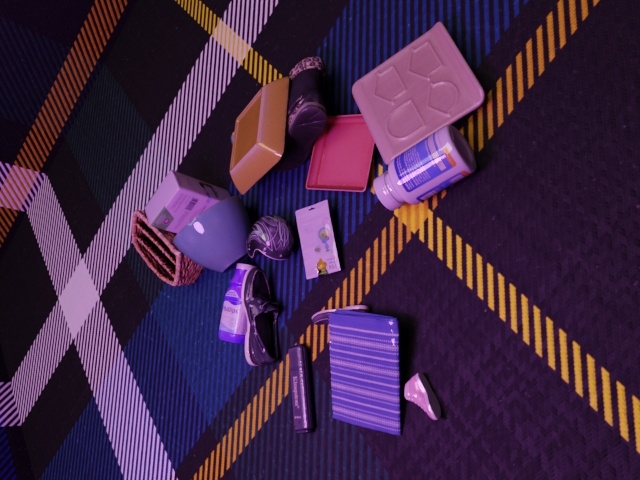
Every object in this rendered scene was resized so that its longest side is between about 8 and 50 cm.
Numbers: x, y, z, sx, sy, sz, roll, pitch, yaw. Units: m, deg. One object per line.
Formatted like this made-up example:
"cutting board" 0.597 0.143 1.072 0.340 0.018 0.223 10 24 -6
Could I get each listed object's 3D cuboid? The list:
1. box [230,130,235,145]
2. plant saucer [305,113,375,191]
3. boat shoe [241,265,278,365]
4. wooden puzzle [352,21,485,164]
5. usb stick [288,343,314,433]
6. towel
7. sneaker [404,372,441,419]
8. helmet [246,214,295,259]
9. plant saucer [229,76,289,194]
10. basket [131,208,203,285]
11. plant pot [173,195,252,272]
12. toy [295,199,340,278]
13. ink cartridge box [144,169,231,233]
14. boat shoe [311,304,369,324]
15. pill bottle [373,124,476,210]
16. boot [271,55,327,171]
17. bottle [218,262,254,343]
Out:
"box" -0.279 -0.418 2.237 0.179 0.043 0.105 -35 59 27
"plant saucer" 0.081 -0.286 1.891 0.259 0.047 0.258 7 84 41
"boat shoe" -0.193 0.255 1.940 0.113 0.127 0.340 -8 76 38
"wooden puzzle" 0.289 -0.434 1.714 0.348 0.080 0.322 -34 60 24
"usb stick" -0.063 0.473 1.828 0.077 0.045 0.278 -19 68 35
"towel" 0.130 0.375 1.655 0.243 0.040 0.336 1 95 39
"sneaker" 0.274 0.434 1.547 0.070 0.051 0.134 -42 52 27
"helmet" -0.166 -0.005 1.958 0.161 0.169 0.169 -28 61 51
"plant saucer" -0.230 -0.376 2.007 0.332 0.081 0.333 -31 49 52
"basket" -0.624 0.042 2.247 0.299 0.223 0.213 42 106 18
"plant pot" -0.359 0.002 2.077 0.290 0.290 0.195 -38 86 27
"toy" 0.000 0.000 1.885 0.137 0.056 0.237 -18 73 33
"ink cartridge box" -0.498 -0.127 2.196 0.201 0.278 0.117 -48 50 21
"boat shoe" 0.058 0.248 1.761 0.206 0.075 0.065 -16 66 32
"pill bottle" 0.290 -0.197 1.620 0.272 0.152 0.152 -30 61 31
"boot" -0.087 -0.439 2.008 0.377 0.138 0.284 133 146 -52
"bottle" -0.292 0.226 2.054 0.118 0.092 0.283 4 82 40
